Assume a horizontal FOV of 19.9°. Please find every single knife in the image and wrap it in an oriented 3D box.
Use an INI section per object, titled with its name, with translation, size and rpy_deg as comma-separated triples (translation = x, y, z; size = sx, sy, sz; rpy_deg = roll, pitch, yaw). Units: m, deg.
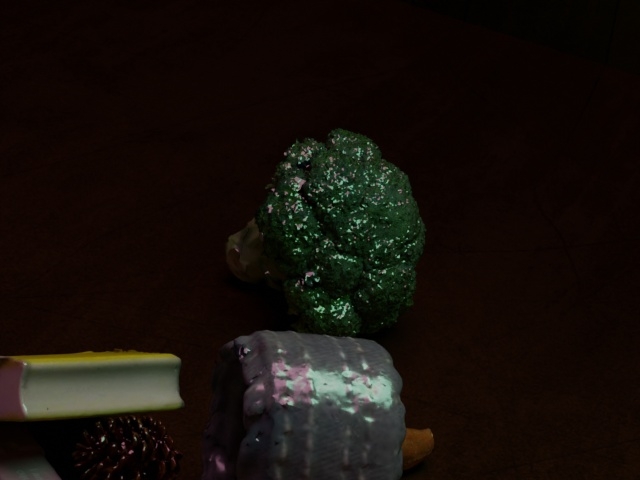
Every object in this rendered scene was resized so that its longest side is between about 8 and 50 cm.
[knife]
translation = -0.260, 0.281, 1.797
size = 0.132, 0.038, 0.398
rpy_deg = -1, 27, -34

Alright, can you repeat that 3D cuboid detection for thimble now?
[thimble]
translation = -0.023, 0.206, 1.829
size = 0.172, 0.236, 0.205
rpy_deg = 5, 33, -13

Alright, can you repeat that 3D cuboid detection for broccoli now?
[broccoli]
translation = 0.000, 0.000, 2.289
size = 0.270, 0.270, 0.270
rpy_deg = -14, 8, 36

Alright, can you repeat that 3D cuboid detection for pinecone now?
[pinecone]
translation = -0.197, 0.222, 1.869
size = 0.109, 0.102, 0.102
rpy_deg = 23, 25, -5

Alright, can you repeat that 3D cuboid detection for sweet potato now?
[sweet potato]
translation = 0.051, 0.240, 2.007
size = 0.195, 0.056, 0.056
rpy_deg = -17, 38, -38

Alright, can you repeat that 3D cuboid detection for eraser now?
[eraser]
translation = -0.277, 0.150, 1.911
size = 0.158, 0.069, 0.226
rpy_deg = 0, -2, 42
